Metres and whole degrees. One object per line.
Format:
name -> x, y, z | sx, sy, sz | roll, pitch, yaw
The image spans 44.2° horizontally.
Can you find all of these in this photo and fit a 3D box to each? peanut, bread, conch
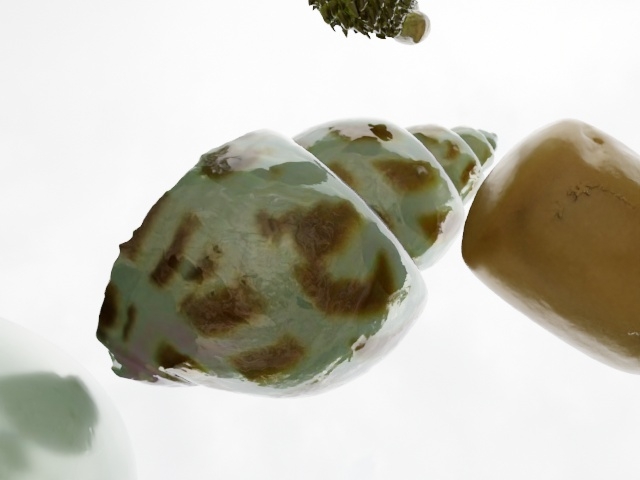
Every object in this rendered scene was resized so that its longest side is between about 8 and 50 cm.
peanut -> 0.074, -0.192, 0.688 | 0.037, 0.083, 0.037 | -9, -52, -12
bread -> 0.214, 0.014, 0.581 | 0.217, 0.098, 0.147 | 30, -75, -11
conch -> -0.001, 0.001, 0.671 | 0.197, 0.249, 0.368 | 20, -119, 28

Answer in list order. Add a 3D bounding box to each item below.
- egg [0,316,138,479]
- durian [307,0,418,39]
egg -> -0.287, 0.180, 0.550 | 0.276, 0.389, 0.276 | -7, -111, 20
durian -> 0.041, -0.260, 0.573 | 0.095, 0.137, 0.220 | 9, -72, 44
